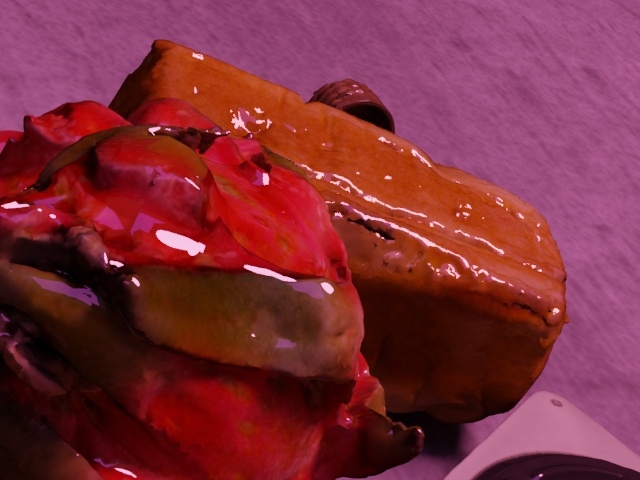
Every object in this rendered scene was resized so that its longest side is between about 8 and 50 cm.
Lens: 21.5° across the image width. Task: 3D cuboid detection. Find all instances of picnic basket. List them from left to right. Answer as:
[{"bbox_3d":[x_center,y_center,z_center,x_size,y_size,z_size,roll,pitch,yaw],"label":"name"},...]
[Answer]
[{"bbox_3d":[0.025,-0.068,1.190,0.072,0.072,0.083,5,34,-33],"label":"picnic basket"}]

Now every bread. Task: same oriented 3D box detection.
[{"bbox_3d":[0.000,0.000,1.012,0.294,0.132,0.167,22,25,-17],"label":"bread"}]

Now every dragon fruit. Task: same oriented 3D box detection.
[{"bbox_3d":[-0.097,0.048,0.744,0.237,0.231,0.302,58,8,14],"label":"dragon fruit"}]

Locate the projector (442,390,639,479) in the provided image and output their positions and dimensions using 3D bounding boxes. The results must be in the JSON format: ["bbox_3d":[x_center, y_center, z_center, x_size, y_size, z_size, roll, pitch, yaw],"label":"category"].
[{"bbox_3d":[0.163,0.213,0.895,0.259,0.079,0.257,39,33,14],"label":"projector"}]
